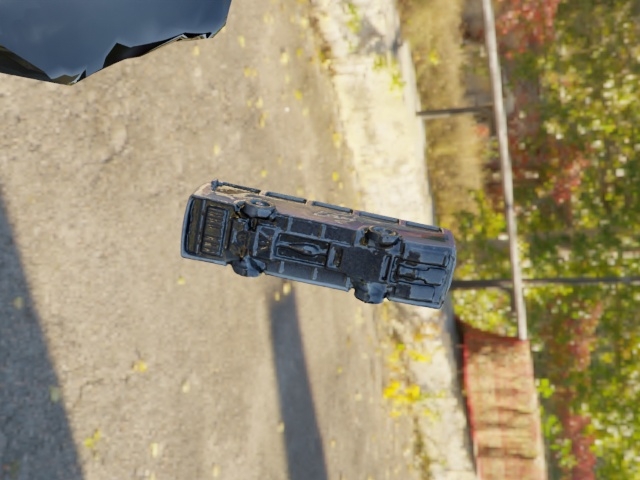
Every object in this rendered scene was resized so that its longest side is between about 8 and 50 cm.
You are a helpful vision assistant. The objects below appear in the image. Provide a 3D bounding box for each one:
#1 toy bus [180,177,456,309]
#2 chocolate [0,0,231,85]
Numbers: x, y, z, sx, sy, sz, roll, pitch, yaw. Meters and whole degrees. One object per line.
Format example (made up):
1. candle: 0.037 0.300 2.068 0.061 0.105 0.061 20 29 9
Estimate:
1. toy bus: 0.000 0.000 0.449 0.052 0.131 0.036 -74 175 -71
2. chocolate: -0.122 -0.261 0.273 0.326 0.297 0.314 15 58 -29
